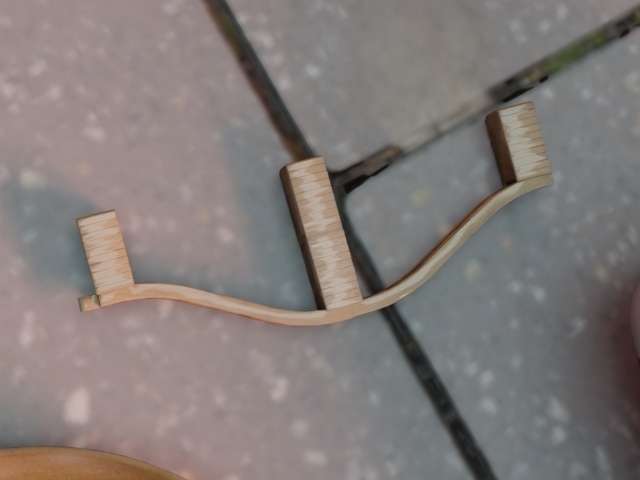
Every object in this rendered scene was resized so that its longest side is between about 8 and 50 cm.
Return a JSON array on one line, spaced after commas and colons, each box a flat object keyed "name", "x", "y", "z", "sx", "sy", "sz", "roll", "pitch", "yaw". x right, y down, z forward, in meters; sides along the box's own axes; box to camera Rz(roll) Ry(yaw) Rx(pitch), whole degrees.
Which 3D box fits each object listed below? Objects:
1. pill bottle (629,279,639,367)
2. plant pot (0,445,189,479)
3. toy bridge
[{"name": "pill bottle", "x": 0.230, "y": 0.141, "z": 0.459, "sx": 0.182, "sy": 0.181, "sz": 0.323, "roll": -13, "pitch": 88, "yaw": -10}, {"name": "plant pot", "x": -0.098, "y": 0.188, "z": 0.449, "sx": 0.236, "sy": 0.032, "sz": 0.236, "roll": -2, "pitch": 71, "yaw": 5}, {"name": "toy bridge", "x": 0.000, "y": 0.000, "z": 0.514, "sx": 0.188, "sy": 0.026, "sz": 0.063, "roll": -16, "pitch": 89, "yaw": -10}]
